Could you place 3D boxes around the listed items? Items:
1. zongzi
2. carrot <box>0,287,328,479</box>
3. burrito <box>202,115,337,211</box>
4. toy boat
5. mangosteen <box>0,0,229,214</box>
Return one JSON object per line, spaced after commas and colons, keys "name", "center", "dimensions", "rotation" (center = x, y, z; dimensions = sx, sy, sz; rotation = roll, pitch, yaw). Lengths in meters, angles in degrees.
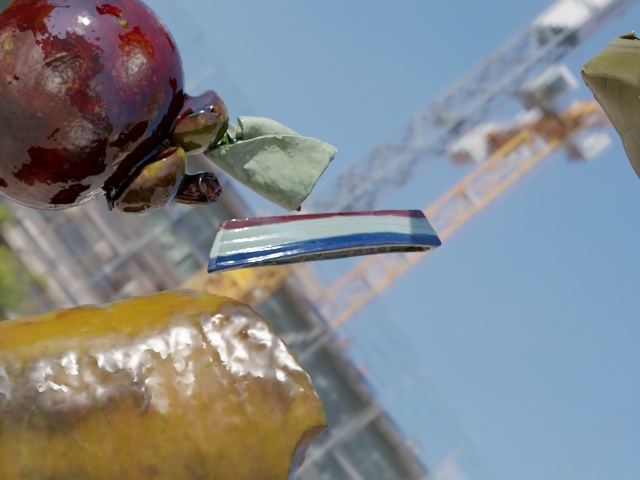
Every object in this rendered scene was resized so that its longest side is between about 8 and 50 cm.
{"name": "zongzi", "center": [0.421, -0.107, 2.061], "dimensions": [0.228, 0.115, 0.256], "rotation": [8, -56, 59]}
{"name": "carrot", "center": [-0.173, 0.166, 1.563], "dimensions": [0.241, 0.340, 0.242], "rotation": [175, -90, -84]}
{"name": "burrito", "center": [-0.050, -0.080, 1.734], "dimensions": [0.118, 0.074, 0.044], "rotation": [29, 3, -13]}
{"name": "toy boat", "center": [0.000, 0.000, 1.614], "dimensions": [0.080, 0.228, 0.046], "rotation": [-12, -98, 59]}
{"name": "mangosteen", "center": [-0.195, -0.114, 1.662], "dimensions": [0.257, 0.215, 0.215], "rotation": [29, -12, -10]}
